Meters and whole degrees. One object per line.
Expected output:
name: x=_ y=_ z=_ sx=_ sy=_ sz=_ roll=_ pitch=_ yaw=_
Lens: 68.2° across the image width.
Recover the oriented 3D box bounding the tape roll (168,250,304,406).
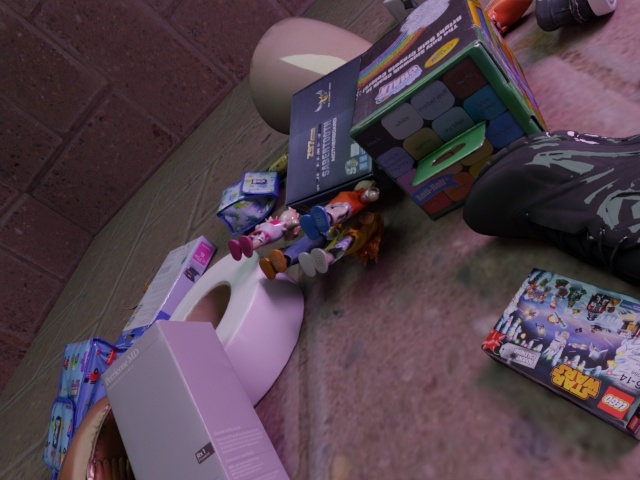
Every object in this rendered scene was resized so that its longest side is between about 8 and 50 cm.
tape roll: x=-0.160 y=0.154 z=0.781 sx=0.286 sy=0.100 sz=0.286 roll=-37 pitch=30 yaw=26

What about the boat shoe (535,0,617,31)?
boat shoe: x=0.370 y=-0.427 z=0.692 sx=0.091 sy=0.114 sz=0.302 roll=-11 pitch=45 yaw=44

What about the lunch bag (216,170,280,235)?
lunch bag: x=-0.164 y=-0.101 z=1.132 sx=0.151 sy=0.096 sz=0.128 roll=-27 pitch=30 yaw=14

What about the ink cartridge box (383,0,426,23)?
ink cartridge box: x=0.260 y=-0.605 z=1.128 sx=0.139 sy=0.082 sz=0.191 roll=-51 pitch=25 yaw=-2

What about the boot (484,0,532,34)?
boot: x=0.289 y=-0.355 z=0.796 sx=0.158 sy=0.059 sz=0.084 roll=-33 pitch=33 yaw=47

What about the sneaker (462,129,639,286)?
sneaker: x=0.238 y=-0.026 z=0.400 sx=0.286 sy=0.109 sz=0.130 roll=-10 pitch=53 yaw=55

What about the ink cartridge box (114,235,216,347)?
ink cartridge box: x=-0.392 y=0.143 z=1.196 sx=0.186 sy=0.065 sz=0.311 roll=-19 pitch=37 yaw=46

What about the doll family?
doll family: x=0.000 y=0.000 z=0.698 sx=0.263 sy=0.118 sz=0.163 roll=-15 pitch=12 yaw=44

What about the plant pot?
plant pot: x=0.033 y=-0.319 z=0.973 sx=0.274 sy=0.256 sz=0.256 roll=31 pitch=82 yaw=46

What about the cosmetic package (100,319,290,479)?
cosmetic package: x=-0.154 y=0.223 z=0.563 sx=0.127 sy=0.107 sz=0.238 roll=-45 pitch=64 yaw=15

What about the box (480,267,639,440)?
box: x=0.209 y=0.081 z=0.384 sx=0.094 sy=0.027 sz=0.137 roll=-54 pitch=27 yaw=-6

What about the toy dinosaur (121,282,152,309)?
toy dinosaur: x=-0.479 y=0.153 z=1.339 sx=0.211 sy=0.064 sz=0.112 roll=-42 pitch=8 yaw=-3

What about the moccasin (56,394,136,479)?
moccasin: x=-0.254 y=0.367 z=0.582 sx=0.147 sy=0.139 sz=0.379 roll=-28 pitch=41 yaw=19

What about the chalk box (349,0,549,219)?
chalk box: x=0.163 y=-0.166 z=0.609 sx=0.180 sy=0.179 sz=0.288 roll=-30 pitch=34 yaw=34

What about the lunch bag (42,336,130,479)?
lunch bag: x=-0.531 y=0.384 z=1.065 sx=0.221 sy=0.138 sz=0.293 roll=-20 pitch=52 yaw=46

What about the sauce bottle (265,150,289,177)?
sauce bottle: x=-0.110 y=-0.174 z=1.191 sx=0.128 sy=0.042 sz=0.042 roll=-37 pitch=29 yaw=30

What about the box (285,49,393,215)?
box: x=0.028 y=-0.172 z=0.784 sx=0.184 sy=0.059 sz=0.232 roll=-16 pitch=62 yaw=41
